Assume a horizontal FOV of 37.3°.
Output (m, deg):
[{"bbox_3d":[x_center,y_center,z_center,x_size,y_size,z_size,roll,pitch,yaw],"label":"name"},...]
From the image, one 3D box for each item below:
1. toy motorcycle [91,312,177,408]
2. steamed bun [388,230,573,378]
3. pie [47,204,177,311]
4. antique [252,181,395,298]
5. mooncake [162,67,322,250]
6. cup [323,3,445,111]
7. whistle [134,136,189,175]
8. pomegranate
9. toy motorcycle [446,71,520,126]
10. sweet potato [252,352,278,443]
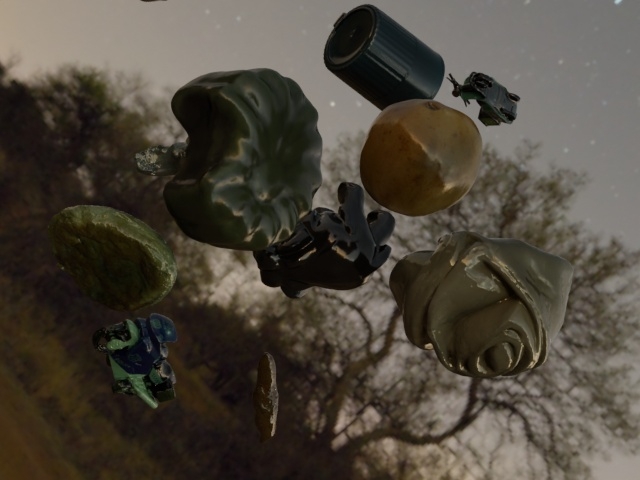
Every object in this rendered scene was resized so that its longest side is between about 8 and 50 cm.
[{"bbox_3d":[-0.435,0.284,2.335,0.331,0.196,0.125,81,-10,-53],"label":"toy motorcycle"},{"bbox_3d":[0.337,0.154,1.964,0.367,0.255,0.342,11,-29,-14],"label":"steamed bun"},{"bbox_3d":[-0.417,0.038,1.888,0.277,0.078,0.277,10,-43,9],"label":"pie"},{"bbox_3d":[0.000,0.000,2.142,0.322,0.255,0.185,7,-40,11],"label":"antique"},{"bbox_3d":[-0.137,-0.151,1.810,0.187,0.351,0.351,3,-40,36],"label":"mooncake"},{"bbox_3d":[0.183,-0.552,2.812,0.292,0.308,0.242,28,-39,-36],"label":"cup"},{"bbox_3d":[-0.275,-0.176,1.979,0.123,0.223,0.123,174,-90,-78],"label":"whistle"},{"bbox_3d":[0.180,-0.157,1.759,0.233,0.233,0.233,49,-10,12],"label":"pomegranate"},{"bbox_3d":[0.321,-0.277,1.847,0.100,0.058,0.173,3,-20,43],"label":"toy motorcycle"},{"bbox_3d":[-0.125,0.355,2.155,0.067,0.067,0.274,39,-44,48],"label":"sweet potato"}]
